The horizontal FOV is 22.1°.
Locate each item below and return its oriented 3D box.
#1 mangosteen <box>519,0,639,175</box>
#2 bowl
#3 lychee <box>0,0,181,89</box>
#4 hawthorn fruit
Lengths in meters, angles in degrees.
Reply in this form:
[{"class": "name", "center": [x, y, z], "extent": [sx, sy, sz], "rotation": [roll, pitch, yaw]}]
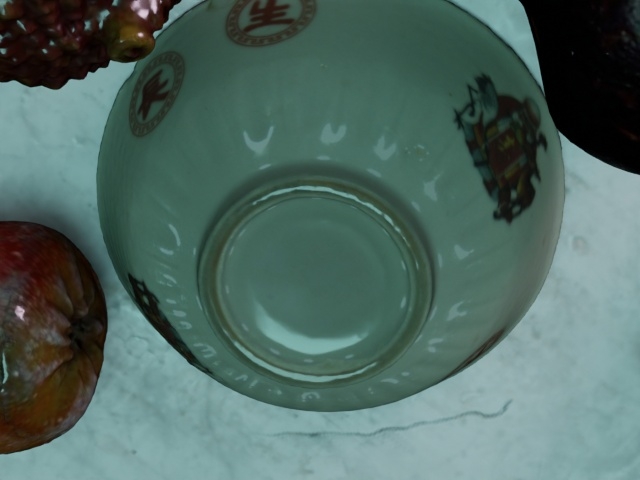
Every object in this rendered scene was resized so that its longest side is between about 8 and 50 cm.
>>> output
[{"class": "mangosteen", "center": [0.202, -0.178, 0.947], "extent": [0.233, 0.287, 0.287], "rotation": [-25, 113, 43]}, {"class": "bowl", "center": [0.000, 0.000, 1.100], "extent": [0.337, 0.157, 0.337], "rotation": [2, 114, 4]}, {"class": "lychee", "center": [-0.172, -0.220, 0.983], "extent": [0.236, 0.236, 0.271], "rotation": [-32, 81, 16]}, {"class": "hawthorn fruit", "center": [-0.237, 0.069, 1.145], "extent": [0.173, 0.173, 0.173], "rotation": [1, 114, 3]}]
